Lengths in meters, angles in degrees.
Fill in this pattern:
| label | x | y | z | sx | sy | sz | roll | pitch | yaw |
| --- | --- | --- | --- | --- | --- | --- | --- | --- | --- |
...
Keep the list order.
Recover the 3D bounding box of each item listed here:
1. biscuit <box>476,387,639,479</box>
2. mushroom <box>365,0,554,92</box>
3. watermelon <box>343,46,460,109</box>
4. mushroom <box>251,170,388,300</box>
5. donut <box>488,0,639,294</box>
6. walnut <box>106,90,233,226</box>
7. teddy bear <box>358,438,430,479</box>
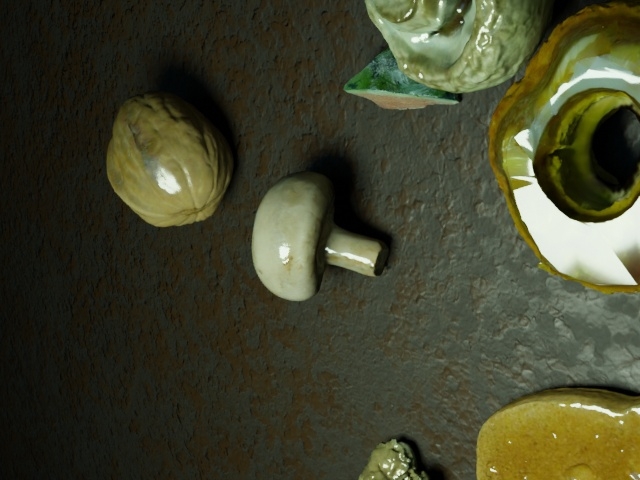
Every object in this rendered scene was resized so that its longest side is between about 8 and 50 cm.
| label | x | y | z | sx | sy | sz | roll | pitch | yaw |
| --- | --- | --- | --- | --- | --- | --- | --- | --- | --- |
| biscuit | 0.365 | 0.335 | 1.086 | 0.344 | 0.057 | 0.287 | -16 | 89 | 46 |
| mushroom | 0.173 | -0.285 | 1.024 | 0.267 | 0.189 | 0.164 | 26 | 135 | 38 |
| watermelon | 0.129 | -0.230 | 1.180 | 0.155 | 0.080 | 0.101 | 19 | 79 | 44 |
| mushroom | 0.000 | 0.000 | 1.294 | 0.215 | 0.207 | 0.207 | 14 | 115 | 8 |
| donut | 0.330 | -0.104 | 0.925 | 0.330 | 0.160 | 0.330 | 14 | 109 | 46 |
| walnut | -0.277 | -0.149 | 1.497 | 0.261 | 0.225 | 0.225 | 55 | 134 | 27 |
| teddy bear | 0.144 | 0.475 | 1.284 | 0.256 | 0.156 | 0.267 | 16 | 111 | 40 |
